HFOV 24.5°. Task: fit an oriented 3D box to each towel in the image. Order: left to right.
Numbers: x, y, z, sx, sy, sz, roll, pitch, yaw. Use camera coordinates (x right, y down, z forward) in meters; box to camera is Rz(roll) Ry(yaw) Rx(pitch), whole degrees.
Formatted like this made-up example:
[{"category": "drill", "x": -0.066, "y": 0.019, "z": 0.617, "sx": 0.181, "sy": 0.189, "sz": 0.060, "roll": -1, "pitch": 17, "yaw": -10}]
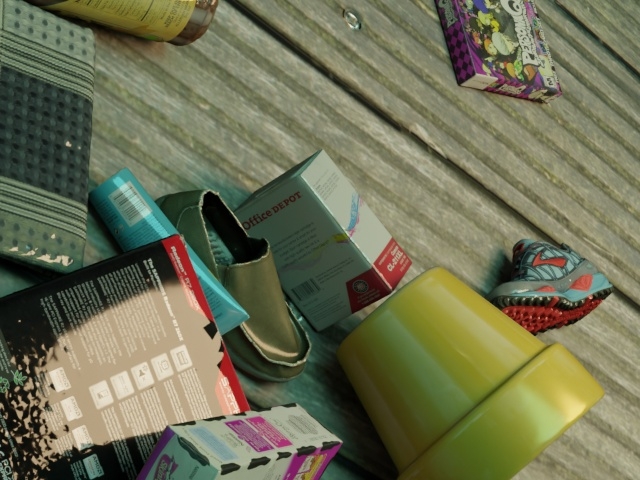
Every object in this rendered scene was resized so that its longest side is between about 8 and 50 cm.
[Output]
[{"category": "towel", "x": -0.368, "y": -0.132, "z": 1.469, "sx": 0.324, "sy": 0.056, "sz": 0.312, "roll": 22, "pitch": 56, "yaw": -40}]

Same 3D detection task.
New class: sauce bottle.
[{"category": "sauce bottle", "x": -0.274, "y": -0.301, "z": 1.610, "sx": 0.344, "sy": 0.111, "sz": 0.111, "roll": 12, "pitch": 59, "yaw": -40}]

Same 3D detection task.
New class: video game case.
[{"category": "video game case", "x": 0.262, "y": -0.330, "z": 2.243, "sx": 0.210, "sy": 0.042, "sz": 0.232, "roll": 6, "pitch": 64, "yaw": -43}]

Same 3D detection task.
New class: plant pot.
[{"category": "plant pot", "x": 0.154, "y": 0.169, "z": 1.696, "sx": 0.239, "sy": 0.254, "sz": 0.254, "roll": 49, "pitch": 38, "yaw": 12}]

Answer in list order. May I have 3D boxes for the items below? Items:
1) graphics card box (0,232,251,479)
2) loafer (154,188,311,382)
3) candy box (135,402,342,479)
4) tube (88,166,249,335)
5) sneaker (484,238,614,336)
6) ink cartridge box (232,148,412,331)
[{"category": "graphics card box", "x": -0.237, "y": 0.153, "z": 1.376, "sx": 0.371, "sy": 0.094, "sz": 0.233, "roll": -24, "pitch": 93, "yaw": -51}, {"category": "loafer", "x": -0.089, "y": 0.047, "z": 1.613, "sx": 0.251, "sy": 0.087, "sz": 0.094, "roll": 52, "pitch": 40, "yaw": -10}, {"category": "candy box", "x": -0.094, "y": 0.243, "z": 1.394, "sx": 0.071, "sy": 0.159, "sz": 0.233, "roll": 37, "pitch": 16, "yaw": 23}, {"category": "tube", "x": -0.167, "y": 0.020, "z": 1.567, "sx": 0.207, "sy": 0.080, "sz": 0.052, "roll": 55, "pitch": 11, "yaw": -3}, {"category": "sneaker", "x": 0.287, "y": 0.061, "z": 2.016, "sx": 0.262, "sy": 0.104, "sz": 0.125, "roll": -5, "pitch": 54, "yaw": -52}, {"category": "ink cartridge box", "x": 0.000, "y": 0.000, "z": 1.704, "sx": 0.175, "sy": 0.127, "sz": 0.072, "roll": 52, "pitch": 39, "yaw": -10}]
